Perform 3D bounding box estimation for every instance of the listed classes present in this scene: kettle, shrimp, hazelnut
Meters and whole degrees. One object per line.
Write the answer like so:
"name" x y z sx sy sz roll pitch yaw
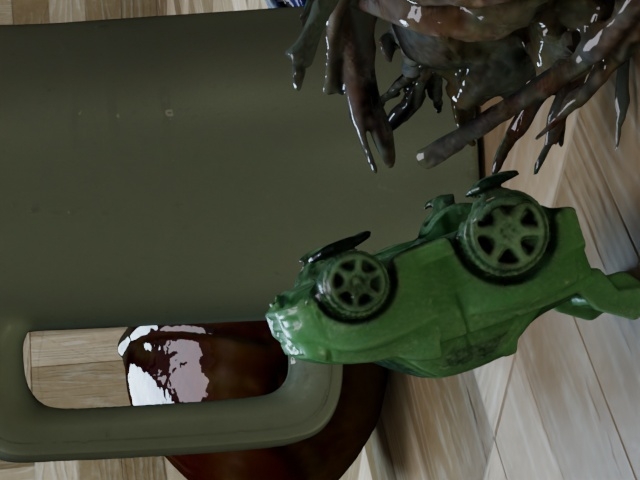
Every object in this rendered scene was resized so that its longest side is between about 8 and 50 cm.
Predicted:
"kettle" -0.075 -0.017 0.933 0.205 0.318 0.265 -130 38 -71
"shrimp" 0.054 -0.106 0.579 0.372 0.172 0.137 115 145 -57
"hazelnut" -0.053 0.096 1.168 0.229 0.229 0.229 176 90 -80

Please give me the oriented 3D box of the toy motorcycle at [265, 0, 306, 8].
"toy motorcycle" -0.031 -0.252 1.202 0.114 0.076 0.205 6 115 65

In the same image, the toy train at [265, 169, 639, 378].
"toy train" 0.055 0.022 0.630 0.099 0.149 0.081 162 84 -79
